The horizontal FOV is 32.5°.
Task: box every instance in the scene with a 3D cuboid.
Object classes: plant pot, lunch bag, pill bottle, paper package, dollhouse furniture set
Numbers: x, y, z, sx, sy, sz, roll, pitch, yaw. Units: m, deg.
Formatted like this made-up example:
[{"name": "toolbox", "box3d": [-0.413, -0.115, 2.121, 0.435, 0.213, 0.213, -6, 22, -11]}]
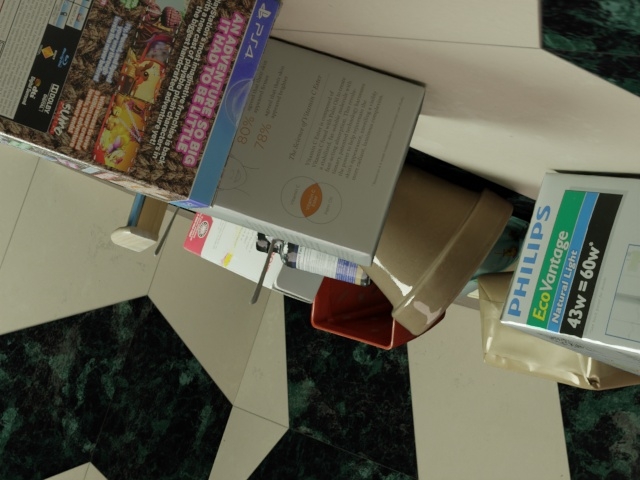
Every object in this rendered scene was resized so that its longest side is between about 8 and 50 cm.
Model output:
[{"name": "plant pot", "box3d": [0.161, 0.092, 2.593, 0.235, 0.267, 0.267, -1, -171, -44]}, {"name": "lunch bag", "box3d": [0.256, 0.021, 2.007, 0.262, 0.160, 0.223, -17, 170, 3]}, {"name": "plant pot", "box3d": [0.141, -0.015, 1.766, 0.229, 0.263, 0.263, 35, 175, 1]}, {"name": "pill bottle", "box3d": [0.000, 0.000, 1.984, 0.219, 0.123, 0.123, 15, 174, 7]}, {"name": "paper package", "box3d": [0.472, 0.130, 1.821, 0.324, 0.168, 0.309, -4, -176, -28]}, {"name": "dollhouse furniture set", "box3d": [-0.387, -0.126, 1.692, 0.303, 0.198, 0.286, 21, 166, -17]}]

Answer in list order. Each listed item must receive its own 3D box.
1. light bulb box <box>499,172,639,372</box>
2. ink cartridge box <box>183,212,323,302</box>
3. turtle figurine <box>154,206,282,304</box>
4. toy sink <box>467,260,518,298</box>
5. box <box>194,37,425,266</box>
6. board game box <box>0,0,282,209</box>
[{"name": "light bulb box", "box3d": [0.500, 0.076, 1.438, 0.357, 0.225, 0.361, 21, 175, -32]}, {"name": "ink cartridge box", "box3d": [-0.109, -0.030, 2.206, 0.306, 0.226, 0.131, 23, 179, 44]}, {"name": "turtle figurine", "box3d": [-0.129, -0.068, 1.768, 0.197, 0.275, 0.266, -2, -164, 38]}, {"name": "toy sink", "box3d": [0.347, 0.060, 2.257, 0.234, 0.131, 0.152, 23, 172, -36]}, {"name": "box", "box3d": [-0.068, -0.124, 1.363, 0.345, 0.215, 0.168, 18, 175, 4]}, {"name": "board game box", "box3d": [-0.223, -0.188, 1.158, 0.291, 0.232, 0.141, 20, 175, -16]}]
